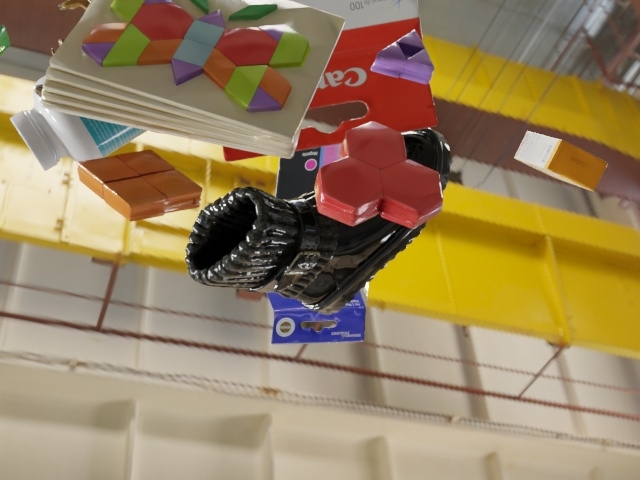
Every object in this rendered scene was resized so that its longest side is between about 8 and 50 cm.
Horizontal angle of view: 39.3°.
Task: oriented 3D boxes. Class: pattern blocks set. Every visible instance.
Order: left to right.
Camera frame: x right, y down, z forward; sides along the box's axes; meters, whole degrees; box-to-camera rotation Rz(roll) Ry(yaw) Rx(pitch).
[{"bbox_3d":[-0.081,-0.127,0.610,0.325,0.026,0.285,5,-129,-6],"label":"pattern blocks set"}]

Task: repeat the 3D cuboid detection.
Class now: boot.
[{"bbox_3d":[-0.001,-0.045,1.245,0.260,0.348,0.131,22,-158,-40],"label":"boot"}]

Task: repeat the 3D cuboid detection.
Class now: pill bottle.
[{"bbox_3d":[-0.323,-0.211,1.342,0.264,0.146,0.146,-34,-113,-13],"label":"pill bottle"}]

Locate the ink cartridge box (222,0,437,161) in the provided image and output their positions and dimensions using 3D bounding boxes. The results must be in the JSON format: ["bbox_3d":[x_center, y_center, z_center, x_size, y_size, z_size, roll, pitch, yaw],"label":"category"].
[{"bbox_3d":[-0.018,-0.324,1.238,0.308,0.091,0.385,-9,-103,2],"label":"ink cartridge box"}]

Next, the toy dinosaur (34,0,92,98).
[{"bbox_3d":[-0.218,-0.216,0.968,0.112,0.211,0.064,66,-159,-6],"label":"toy dinosaur"}]

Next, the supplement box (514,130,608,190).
[{"bbox_3d":[0.263,-0.088,0.986,0.062,0.036,0.098,24,-172,-12],"label":"supplement box"}]

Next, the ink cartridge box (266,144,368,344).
[{"bbox_3d":[0.000,0.000,1.602,0.176,0.069,0.371,-4,-113,19],"label":"ink cartridge box"}]
